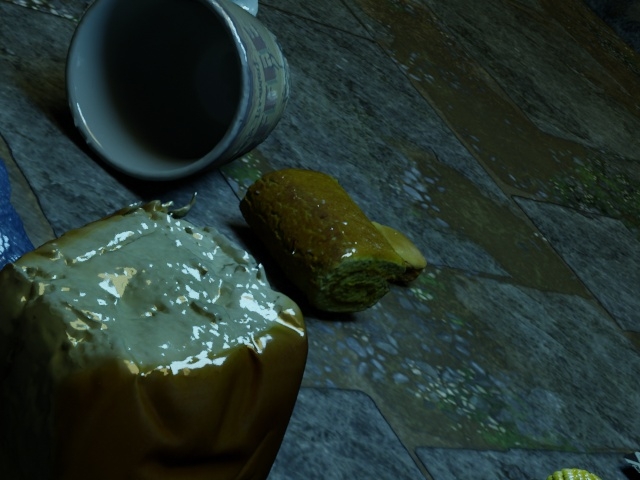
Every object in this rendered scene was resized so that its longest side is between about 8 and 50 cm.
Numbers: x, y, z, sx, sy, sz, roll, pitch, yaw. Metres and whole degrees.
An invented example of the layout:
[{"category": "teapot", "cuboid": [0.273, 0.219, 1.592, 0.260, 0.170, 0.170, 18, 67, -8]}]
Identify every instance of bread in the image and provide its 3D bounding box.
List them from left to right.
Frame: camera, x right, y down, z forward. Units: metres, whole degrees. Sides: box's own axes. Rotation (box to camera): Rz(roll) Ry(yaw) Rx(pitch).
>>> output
[{"category": "bread", "cuboid": [-0.149, 0.128, 1.079, 0.225, 0.250, 0.279, 36, 28, 20]}, {"category": "bread", "cuboid": [0.000, 0.000, 1.663, 0.132, 0.103, 0.172, 4, 37, -45]}, {"category": "bread", "cuboid": [0.071, 0.012, 1.795, 0.132, 0.053, 0.074, 15, 31, -42]}]

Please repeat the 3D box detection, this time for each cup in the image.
[{"category": "cup", "cuboid": [-0.136, -0.227, 1.694, 0.227, 0.301, 0.257, 20, 12, 14]}]

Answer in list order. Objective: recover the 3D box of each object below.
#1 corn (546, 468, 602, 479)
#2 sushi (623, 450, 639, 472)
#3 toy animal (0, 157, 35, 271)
[{"category": "corn", "cuboid": [0.288, 0.312, 1.516, 0.085, 0.063, 0.165, 34, 24, -27]}, {"category": "sushi", "cuboid": [0.434, 0.306, 1.768, 0.120, 0.026, 0.126, -2, 39, -50]}, {"category": "toy animal", "cuboid": [-0.289, -0.021, 1.230, 0.255, 0.176, 0.239, 27, 28, -46]}]
